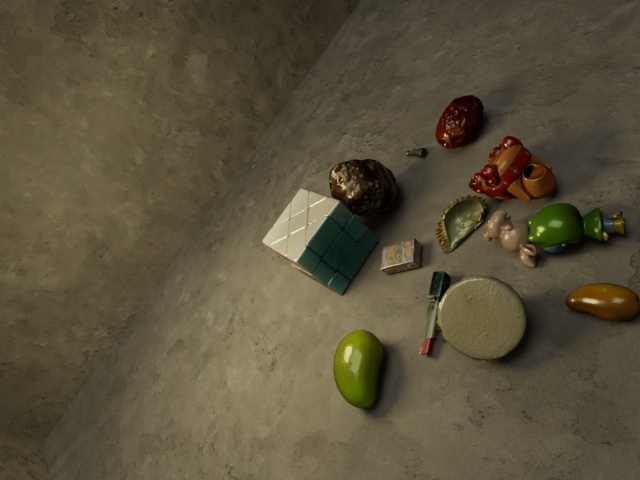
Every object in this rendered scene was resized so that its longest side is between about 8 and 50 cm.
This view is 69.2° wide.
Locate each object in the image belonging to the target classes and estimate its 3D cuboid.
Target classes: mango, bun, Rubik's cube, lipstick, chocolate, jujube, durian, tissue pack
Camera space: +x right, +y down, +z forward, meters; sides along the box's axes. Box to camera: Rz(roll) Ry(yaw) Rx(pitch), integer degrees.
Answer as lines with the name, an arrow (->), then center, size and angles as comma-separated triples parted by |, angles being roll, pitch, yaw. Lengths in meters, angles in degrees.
mango -> 0.786, 0.169, 1.293 | 0.184, 0.085, 0.102 | -2, 61, 57
bun -> 0.512, 0.235, 1.463 | 0.263, 0.175, 0.262 | 0, 90, 25
Rubik's cube -> 0.000, 0.000, 2.056 | 0.321, 0.316, 0.319 | -54, 36, -8
lipstick -> 0.401, 0.258, 1.638 | 0.051, 0.051, 0.312 | -6, 56, 42
chocolate -> 0.207, -0.212, 2.046 | 0.225, 0.340, 0.210 | -53, 52, 35
jujube -> 0.604, -0.516, 2.015 | 0.250, 0.174, 0.174 | -52, 36, -9
mango -> 0.129, 0.453, 1.663 | 0.186, 0.149, 0.272 | -8, 58, 40
durian -> 0.527, -0.072, 1.780 | 0.252, 0.144, 0.139 | -40, 75, 2
tissue pack -> 0.325, 0.068, 1.869 | 0.155, 0.065, 0.115 | -16, 50, 36

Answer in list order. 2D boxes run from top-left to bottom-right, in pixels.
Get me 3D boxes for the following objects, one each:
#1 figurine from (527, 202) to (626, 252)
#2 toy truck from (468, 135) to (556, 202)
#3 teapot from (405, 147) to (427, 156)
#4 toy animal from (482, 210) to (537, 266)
figurine -> 0.788, -0.045, 1.442 | 0.264, 0.143, 0.162 | -6, 43, 29
toy truck -> 0.700, -0.228, 1.675 | 0.189, 0.239, 0.265 | -54, -4, -6
teapot -> 0.450, -0.414, 2.192 | 0.111, 0.043, 0.042 | 11, 66, 54
toy animal -> 0.663, -0.006, 1.563 | 0.124, 0.124, 0.212 | -47, 57, 4
